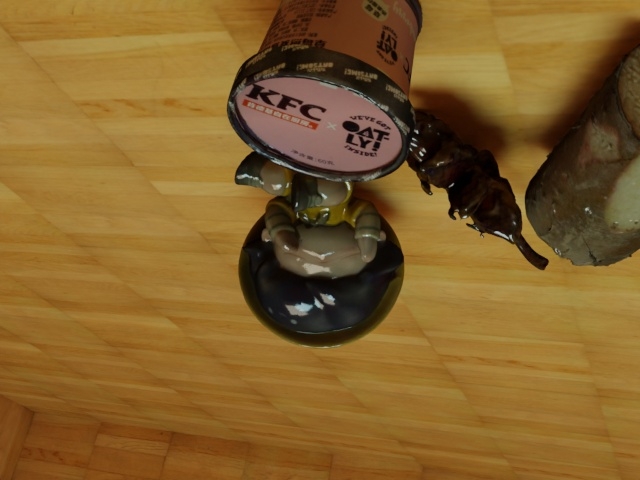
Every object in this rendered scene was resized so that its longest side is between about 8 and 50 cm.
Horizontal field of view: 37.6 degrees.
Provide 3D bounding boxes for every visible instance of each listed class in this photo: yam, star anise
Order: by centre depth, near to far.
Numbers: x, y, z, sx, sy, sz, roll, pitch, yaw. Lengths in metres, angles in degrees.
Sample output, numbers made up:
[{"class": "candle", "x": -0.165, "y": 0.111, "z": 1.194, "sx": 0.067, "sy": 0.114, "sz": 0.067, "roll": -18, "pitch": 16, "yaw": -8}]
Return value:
[{"class": "yam", "x": 0.270, "y": -0.066, "z": 0.826, "sx": 0.129, "sy": 0.128, "sz": 0.238, "roll": 50, "pitch": 157, "yaw": 10}, {"class": "star anise", "x": 0.147, "y": -0.055, "z": 0.936, "sx": 0.177, "sy": 0.073, "sz": 0.234, "roll": 51, "pitch": -173, "yaw": 24}]

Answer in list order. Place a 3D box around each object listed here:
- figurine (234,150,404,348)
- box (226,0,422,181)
[{"class": "figurine", "x": 0.001, "y": -0.003, "z": 1.067, "sx": 0.192, "sy": 0.167, "sz": 0.257, "roll": 12, "pitch": 133, "yaw": 12}, {"class": "box", "x": 0.012, "y": -0.142, "z": 0.781, "sx": 0.151, "sy": 0.135, "sz": 0.151, "roll": 12, "pitch": 153, "yaw": 6}]
